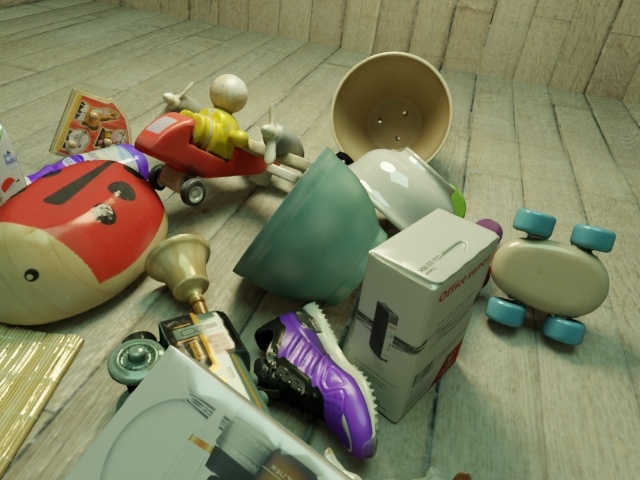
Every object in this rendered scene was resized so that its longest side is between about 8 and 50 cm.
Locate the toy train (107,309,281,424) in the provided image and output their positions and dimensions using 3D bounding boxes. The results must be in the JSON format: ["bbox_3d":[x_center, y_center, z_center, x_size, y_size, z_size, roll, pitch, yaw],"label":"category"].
[{"bbox_3d":[-0.159,0.232,0.685,0.190,0.142,0.334,-14,40,-27],"label":"toy train"}]

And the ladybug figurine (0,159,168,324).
[{"bbox_3d":[-0.466,-0.030,0.992,0.304,0.162,0.449,10,34,5],"label":"ladybug figurine"}]

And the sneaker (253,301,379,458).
[{"bbox_3d":[-0.024,0.219,0.783,0.146,0.102,0.293,-12,34,-19],"label":"sneaker"}]

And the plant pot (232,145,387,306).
[{"bbox_3d":[0.000,0.000,0.975,0.196,0.293,0.293,38,36,-4],"label":"plant pot"}]

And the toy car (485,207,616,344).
[{"bbox_3d":[0.449,0.062,1.056,0.210,0.220,0.238,16,7,12],"label":"toy car"}]

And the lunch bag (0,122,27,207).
[{"bbox_3d":[-0.733,-0.140,1.040,0.303,0.243,0.115,14,35,19],"label":"lunch bag"}]

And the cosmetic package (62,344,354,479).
[{"bbox_3d":[-0.076,0.320,0.459,0.377,0.097,0.285,31,74,17],"label":"cosmetic package"}]

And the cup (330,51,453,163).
[{"bbox_3d":[0.209,-0.349,1.507,0.330,0.332,0.237,14,8,9],"label":"cup"}]

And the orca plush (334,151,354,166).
[{"bbox_3d":[0.066,-0.168,1.298,0.151,0.102,0.287,36,25,-8],"label":"orca plush"}]

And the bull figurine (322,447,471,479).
[{"bbox_3d":[0.060,0.356,0.587,0.188,0.101,0.310,18,35,19],"label":"bull figurine"}]

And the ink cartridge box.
[{"bbox_3d":[0.153,0.112,0.807,0.114,0.273,0.197,31,40,30],"label":"ink cartridge box"}]

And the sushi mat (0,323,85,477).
[{"bbox_3d":[-0.473,0.237,0.729,0.151,0.019,0.317,6,34,0],"label":"sushi mat"}]

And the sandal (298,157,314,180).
[{"bbox_3d":[-0.014,-0.144,1.343,0.089,0.060,0.219,3,42,-51],"label":"sandal"}]

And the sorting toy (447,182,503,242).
[{"bbox_3d":[0.295,-0.085,1.309,0.365,0.127,0.126,31,11,26],"label":"sorting toy"}]

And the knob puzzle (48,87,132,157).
[{"bbox_3d":[-0.563,-0.271,1.318,0.213,0.213,0.030,-23,44,-37],"label":"knob puzzle"}]

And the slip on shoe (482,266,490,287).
[{"bbox_3d":[0.294,0.065,1.052,0.101,0.123,0.331,21,31,13],"label":"slip on shoe"}]

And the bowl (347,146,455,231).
[{"bbox_3d":[0.195,-0.106,1.127,0.297,0.134,0.298,41,12,-11],"label":"bowl"}]

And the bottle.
[{"bbox_3d":[-0.553,-0.150,1.213,0.282,0.092,0.118,-25,47,-39],"label":"bottle"}]

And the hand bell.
[{"bbox_3d":[-0.213,0.116,0.904,0.126,0.126,0.242,-13,50,-27],"label":"hand bell"}]

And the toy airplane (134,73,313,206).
[{"bbox_3d":[-0.204,-0.245,1.213,0.385,0.273,0.384,7,20,-9],"label":"toy airplane"}]
